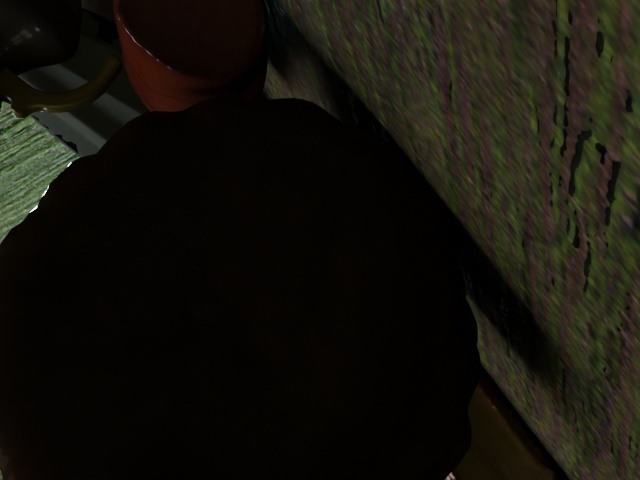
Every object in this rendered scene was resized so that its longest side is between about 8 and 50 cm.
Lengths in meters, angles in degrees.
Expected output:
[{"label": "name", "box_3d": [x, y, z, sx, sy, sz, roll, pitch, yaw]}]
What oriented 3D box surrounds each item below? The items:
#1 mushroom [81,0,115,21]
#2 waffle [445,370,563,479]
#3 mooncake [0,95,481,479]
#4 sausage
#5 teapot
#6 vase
[{"label": "mushroom", "box_3d": [-0.238, -0.212, 1.538, 0.254, 0.195, 0.189, 53, 173, -15]}, {"label": "waffle", "box_3d": [0.099, 0.145, 1.329, 0.308, 0.091, 0.213, 53, 175, 17]}, {"label": "mooncake", "box_3d": [-0.051, 0.078, 0.990, 0.324, 0.324, 0.187, 53, 176, 23]}, {"label": "sausage", "box_3d": [-0.092, -0.139, 1.102, 0.113, 0.113, 0.259, 54, 174, 2]}, {"label": "teapot", "box_3d": [-0.229, -0.152, 1.105, 0.165, 0.119, 0.130, 35, 172, 3]}, {"label": "vase", "box_3d": [-0.202, -0.138, 1.371, 0.360, 0.165, 0.165, 30, -166, -44]}]
